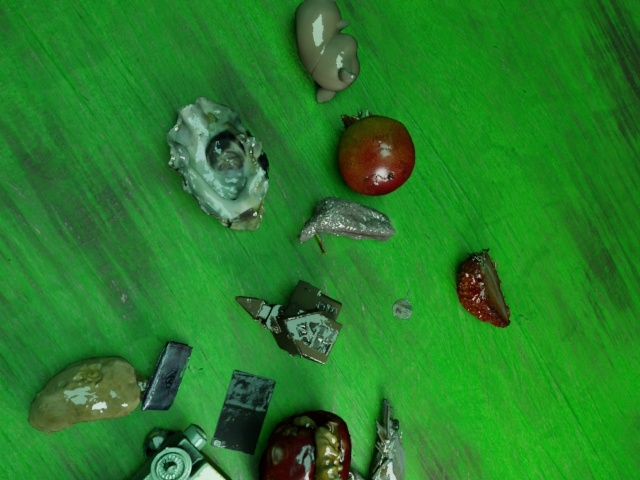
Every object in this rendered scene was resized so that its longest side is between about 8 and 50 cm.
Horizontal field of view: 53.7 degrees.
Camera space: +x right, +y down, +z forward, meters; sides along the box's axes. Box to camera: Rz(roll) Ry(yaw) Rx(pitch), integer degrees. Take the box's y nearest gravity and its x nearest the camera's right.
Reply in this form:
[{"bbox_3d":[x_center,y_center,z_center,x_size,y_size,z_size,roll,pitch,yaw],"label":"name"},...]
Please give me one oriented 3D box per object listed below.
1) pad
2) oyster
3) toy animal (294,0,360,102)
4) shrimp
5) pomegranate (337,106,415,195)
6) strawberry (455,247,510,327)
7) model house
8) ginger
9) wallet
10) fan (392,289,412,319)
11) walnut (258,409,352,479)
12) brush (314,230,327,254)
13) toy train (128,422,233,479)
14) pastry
[{"bbox_3d":[-0.191,0.429,1.577,0.116,0.004,0.193,20,80,-18],"label":"pad"},{"bbox_3d":[-0.244,-0.174,1.537,0.238,0.114,0.351,-36,104,-26],"label":"oyster"},{"bbox_3d":[0.014,-0.498,1.614,0.154,0.166,0.250,-23,88,-10],"label":"toy animal"},{"bbox_3d":[0.109,0.580,1.642,0.246,0.085,0.361,19,85,-11],"label":"shrimp"},{"bbox_3d":[0.134,-0.227,1.620,0.210,0.210,0.235,-29,72,-18],"label":"pomegranate"},{"bbox_3d":[0.440,0.144,1.766,0.175,0.106,0.236,-17,95,-56],"label":"strawberry"},{"bbox_3d":[-0.088,0.172,1.531,0.248,0.181,0.176,28,78,-17],"label":"model house"},{"bbox_3d":[-0.511,0.337,1.403,0.267,0.152,0.138,-13,62,-15],"label":"ginger"},{"bbox_3d":[-0.361,0.316,1.475,0.030,0.111,0.166,16,80,23],"label":"wallet"},{"bbox_3d":[0.224,0.179,1.733,0.060,0.003,0.080,-7,90,-20],"label":"fan"},{"bbox_3d":[-0.021,0.552,1.504,0.221,0.243,0.269,-6,97,-39],"label":"walnut"},{"bbox_3d":[0.000,0.000,1.656,0.021,0.018,0.083,-30,96,-28],"label":"brush"},{"bbox_3d":[-0.372,0.617,1.430,0.397,0.160,0.253,-45,107,-17],"label":"toy train"},{"bbox_3d":[0.067,-0.052,1.631,0.265,0.103,0.112,0,77,-28],"label":"pastry"}]
